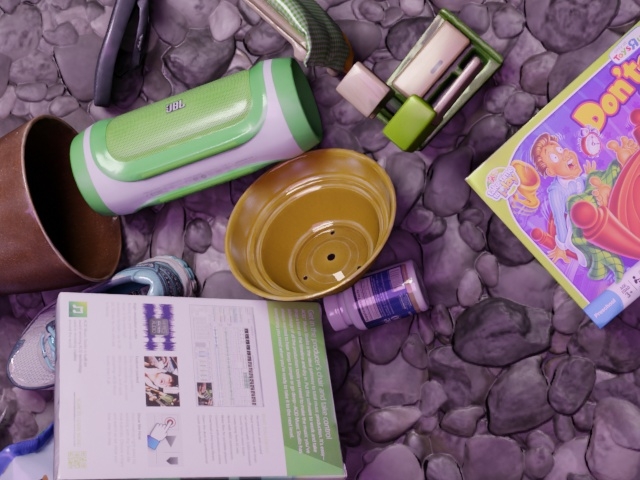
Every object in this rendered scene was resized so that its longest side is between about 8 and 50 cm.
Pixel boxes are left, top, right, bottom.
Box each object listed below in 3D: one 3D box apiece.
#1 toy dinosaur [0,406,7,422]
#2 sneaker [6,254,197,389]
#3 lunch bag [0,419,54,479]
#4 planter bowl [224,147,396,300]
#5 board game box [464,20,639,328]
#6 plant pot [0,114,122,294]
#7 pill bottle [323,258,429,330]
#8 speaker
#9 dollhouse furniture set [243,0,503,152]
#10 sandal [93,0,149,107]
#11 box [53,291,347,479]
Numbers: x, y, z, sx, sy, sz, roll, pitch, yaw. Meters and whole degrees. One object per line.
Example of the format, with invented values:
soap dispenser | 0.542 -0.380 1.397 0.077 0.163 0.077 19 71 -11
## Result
toy dinosaur | -0.557 0.342 1.354 0.313 0.160 0.121 -28 98 20
sneaker | -0.300 0.104 1.291 0.283 0.122 0.110 -33 85 11
lunch bag | -0.327 0.444 1.264 0.328 0.239 0.385 46 116 6
planter bowl | 0.000 0.000 1.222 0.217 0.090 0.217 -12 53 16
board game box | 0.374 -0.101 1.164 0.347 0.078 0.233 -43 84 10
plant pot | -0.405 -0.018 1.266 0.230 0.215 0.216 -18 89 15
pill bottle | 0.068 0.071 1.241 0.120 0.067 0.067 -18 89 12
speaker | -0.153 -0.126 1.249 0.296 0.131 0.131 -18 89 12
dollhouse furniture set | 0.046 -0.254 1.165 0.301 0.197 0.151 42 101 7
sandal | -0.236 -0.287 1.282 0.054 0.097 0.255 17 97 -16
box | -0.142 0.176 1.165 0.321 0.058 0.232 3 55 -17
